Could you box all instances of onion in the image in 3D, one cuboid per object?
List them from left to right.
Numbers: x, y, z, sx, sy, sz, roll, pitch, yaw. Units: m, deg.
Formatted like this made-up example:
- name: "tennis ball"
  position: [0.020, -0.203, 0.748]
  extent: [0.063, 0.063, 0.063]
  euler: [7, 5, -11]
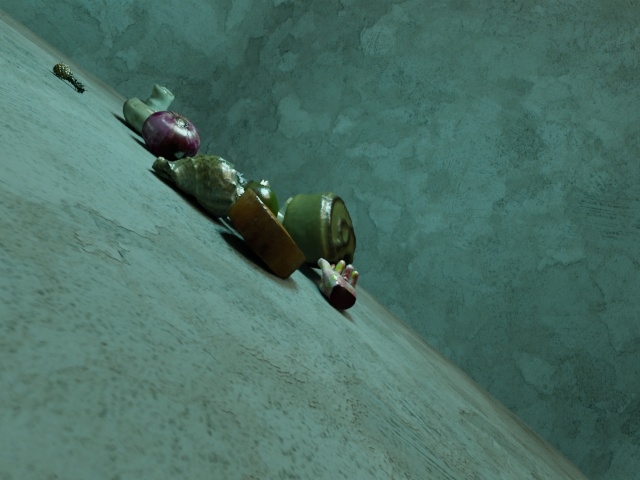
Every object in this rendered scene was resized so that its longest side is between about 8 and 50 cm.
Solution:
- name: "onion"
  position: [-0.560, -0.381, 1.595]
  extent: [0.200, 0.200, 0.207]
  euler: [40, -10, 40]

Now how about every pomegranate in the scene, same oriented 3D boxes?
- name: "pomegranate"
  position: [-0.216, -0.127, 1.415]
  extent: [0.180, 0.210, 0.180]
  euler: [13, -41, 12]

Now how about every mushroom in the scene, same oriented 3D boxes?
- name: "mushroom"
  position: [-0.709, -0.546, 1.808]
  extent: [0.243, 0.243, 0.243]
  euler: [39, 2, -1]
- name: "mushroom"
  position: [-0.164, -0.095, 1.845]
  extent: [0.204, 0.204, 0.204]
  euler: [39, 2, -1]

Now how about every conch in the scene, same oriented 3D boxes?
- name: "conch"
  position: [-0.333, -0.183, 1.255]
  extent: [0.291, 0.159, 0.210]
  euler: [37, 3, -16]

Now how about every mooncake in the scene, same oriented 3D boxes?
- name: "mooncake"
  position: [0.000, 0.000, 1.719]
  extent: [0.394, 0.246, 0.393]
  euler: [-67, 149, -54]

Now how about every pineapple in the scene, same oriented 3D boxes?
- name: "pineapple"
  position: [-0.934, -0.599, 1.575]
  extent: [0.124, 0.058, 0.058]
  euler: [53, -3, -18]

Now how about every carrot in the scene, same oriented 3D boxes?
- name: "carrot"
  position: [-0.147, -0.014, 1.197]
  extent: [0.258, 0.100, 0.307]
  euler: [54, -2, 20]

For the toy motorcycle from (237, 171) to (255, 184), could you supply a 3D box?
- name: "toy motorcycle"
  position: [-0.394, -0.255, 2.215]
  extent: [0.188, 0.143, 0.327]
  euler: [40, -5, 45]

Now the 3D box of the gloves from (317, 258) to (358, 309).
- name: "gloves"
  position: [0.055, 0.147, 1.464]
  extent: [0.145, 0.126, 0.241]
  euler: [14, 10, -11]
